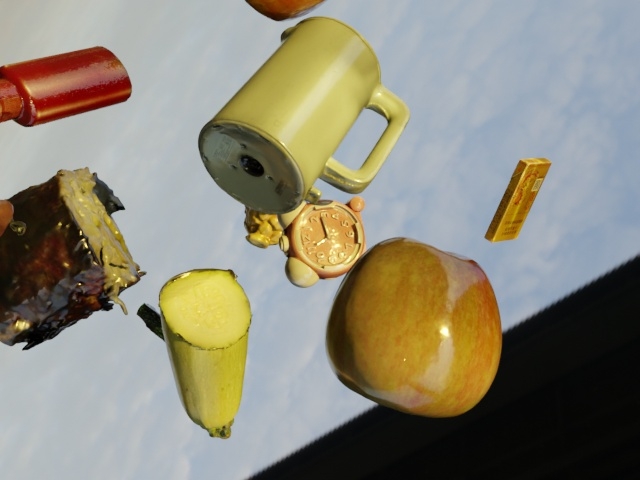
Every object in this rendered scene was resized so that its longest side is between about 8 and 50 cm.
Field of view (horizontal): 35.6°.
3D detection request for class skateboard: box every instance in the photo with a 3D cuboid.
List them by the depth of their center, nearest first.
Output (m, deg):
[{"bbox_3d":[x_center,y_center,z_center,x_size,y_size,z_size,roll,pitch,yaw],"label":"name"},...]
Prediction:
[{"bbox_3d":[-0.519,-0.012,1.494,0.151,0.067,0.080,-36,-117,22],"label":"skateboard"}]

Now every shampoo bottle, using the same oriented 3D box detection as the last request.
[{"bbox_3d":[-0.398,-0.223,1.462,0.064,0.102,0.260,-40,173,37],"label":"shampoo bottle"}]

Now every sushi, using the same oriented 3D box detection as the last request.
[{"bbox_3d":[-0.512,0.038,1.869,0.294,0.281,0.299,-26,-166,5],"label":"sushi"}]

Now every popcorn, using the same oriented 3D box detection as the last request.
[{"bbox_3d":[-0.097,-0.060,2.152,0.194,0.140,0.163,138,-50,-76],"label":"popcorn"}]

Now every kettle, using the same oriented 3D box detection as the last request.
[{"bbox_3d":[-0.020,-0.213,1.715,0.265,0.205,0.318,14,-131,24],"label":"kettle"}]

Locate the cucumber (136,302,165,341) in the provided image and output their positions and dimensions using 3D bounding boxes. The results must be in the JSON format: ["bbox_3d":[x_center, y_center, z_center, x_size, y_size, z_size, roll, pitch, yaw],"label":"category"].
[{"bbox_3d":[-0.294,0.227,2.139,0.044,0.257,0.043,-50,172,-4],"label":"cucumber"}]

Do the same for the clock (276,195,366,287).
[{"bbox_3d":[0.000,0.000,1.798,0.093,0.162,0.165,155,-71,-68],"label":"clock"}]

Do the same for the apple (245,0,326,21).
[{"bbox_3d":[-0.048,-0.507,1.725,0.179,0.346,0.254,32,-74,22],"label":"apple"}]

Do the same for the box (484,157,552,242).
[{"bbox_3d":[0.342,-0.070,1.726,0.022,0.089,0.156,35,-62,31],"label":"box"}]

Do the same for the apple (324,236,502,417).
[{"bbox_3d":[0.138,0.121,1.413,0.257,0.257,0.233,22,-88,64],"label":"apple"}]

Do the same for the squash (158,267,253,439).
[{"bbox_3d":[-0.156,0.195,1.419,0.137,0.137,0.287,-115,-158,-61],"label":"squash"}]
